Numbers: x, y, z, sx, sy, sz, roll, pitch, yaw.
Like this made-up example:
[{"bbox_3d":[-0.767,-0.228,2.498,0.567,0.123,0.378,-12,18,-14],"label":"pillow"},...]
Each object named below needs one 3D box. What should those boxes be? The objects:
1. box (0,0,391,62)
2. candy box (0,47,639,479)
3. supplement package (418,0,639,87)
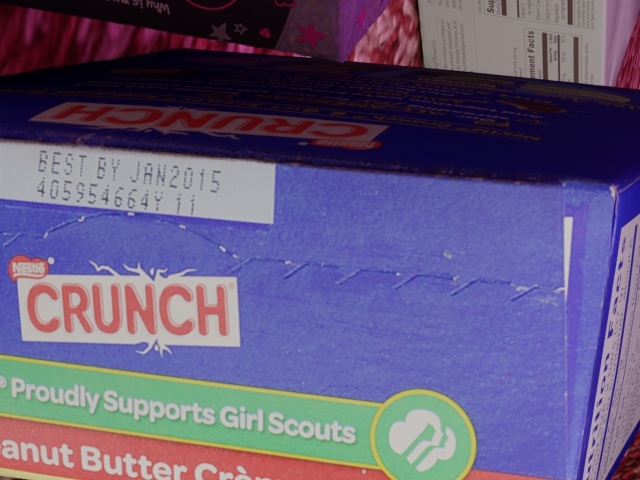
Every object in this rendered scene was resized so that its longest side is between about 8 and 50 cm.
[{"bbox_3d":[-0.020,-0.187,0.617,0.247,0.163,0.142,-57,154,-51],"label":"box"},{"bbox_3d":[0.000,0.000,0.622,0.317,0.268,0.122,-23,118,-69],"label":"candy box"},{"bbox_3d":[0.162,-0.259,1.191,0.262,0.145,0.204,80,27,-51],"label":"supplement package"}]
